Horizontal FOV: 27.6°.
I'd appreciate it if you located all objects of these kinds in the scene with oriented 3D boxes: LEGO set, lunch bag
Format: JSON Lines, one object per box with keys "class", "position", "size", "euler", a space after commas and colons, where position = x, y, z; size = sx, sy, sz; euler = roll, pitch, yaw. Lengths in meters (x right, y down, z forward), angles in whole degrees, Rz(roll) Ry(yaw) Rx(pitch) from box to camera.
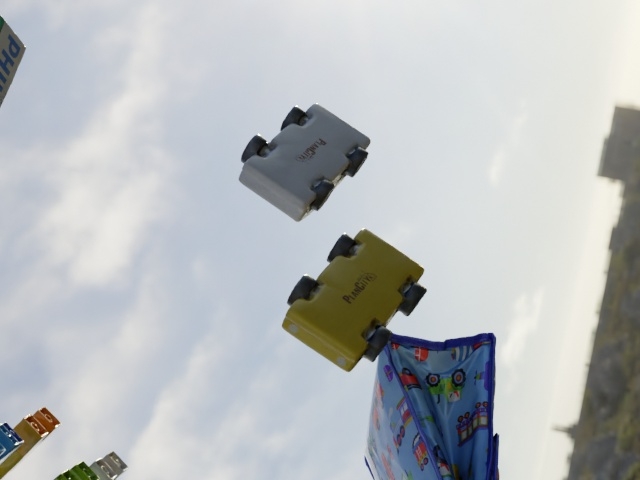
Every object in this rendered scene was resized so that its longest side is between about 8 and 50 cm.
{"class": "LEGO set", "position": [-0.218, 0.178, 0.902], "size": [0.093, 0.087, 0.227], "euler": [-44, -4, 3]}
{"class": "lunch bag", "position": [0.135, 0.280, 1.420], "size": [0.293, 0.138, 0.221], "euler": [-97, 8, -47]}

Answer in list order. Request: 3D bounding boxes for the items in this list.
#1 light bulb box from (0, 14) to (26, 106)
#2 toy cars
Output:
{"class": "light bulb box", "position": [-0.582, -0.211, 1.560], "size": [0.361, 0.225, 0.358], "euler": [56, -145, -45]}
{"class": "toy cars", "position": [0.000, 0.000, 1.345], "size": [0.087, 0.176, 0.393], "euler": [-60, 33, 35]}
